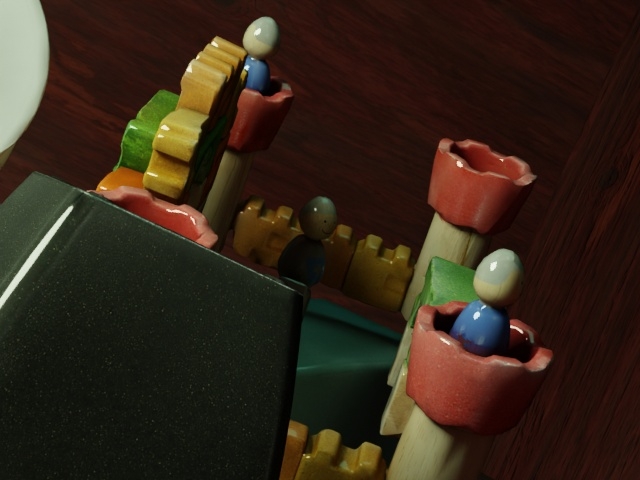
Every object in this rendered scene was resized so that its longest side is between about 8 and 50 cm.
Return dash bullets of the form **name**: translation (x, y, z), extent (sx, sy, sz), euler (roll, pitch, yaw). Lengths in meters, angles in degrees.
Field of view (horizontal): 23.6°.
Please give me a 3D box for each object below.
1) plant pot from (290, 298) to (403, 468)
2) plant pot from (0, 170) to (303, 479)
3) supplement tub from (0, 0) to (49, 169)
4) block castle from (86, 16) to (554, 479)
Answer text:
- **plant pot**: translation (-0.025, 0.143, 1.261), extent (0.166, 0.165, 0.234), euler (23, 6, 31)
- **plant pot**: translation (-0.112, 0.068, 0.778), extent (0.188, 0.167, 0.187), euler (27, -3, -21)
- **supplement tub**: translation (-0.345, -0.103, 1.080), extent (0.228, 0.228, 0.316), euler (26, -25, -29)
- **block castle**: translation (0.000, 0.000, 1.093), extent (0.303, 0.213, 0.453), euler (19, 20, 0)
